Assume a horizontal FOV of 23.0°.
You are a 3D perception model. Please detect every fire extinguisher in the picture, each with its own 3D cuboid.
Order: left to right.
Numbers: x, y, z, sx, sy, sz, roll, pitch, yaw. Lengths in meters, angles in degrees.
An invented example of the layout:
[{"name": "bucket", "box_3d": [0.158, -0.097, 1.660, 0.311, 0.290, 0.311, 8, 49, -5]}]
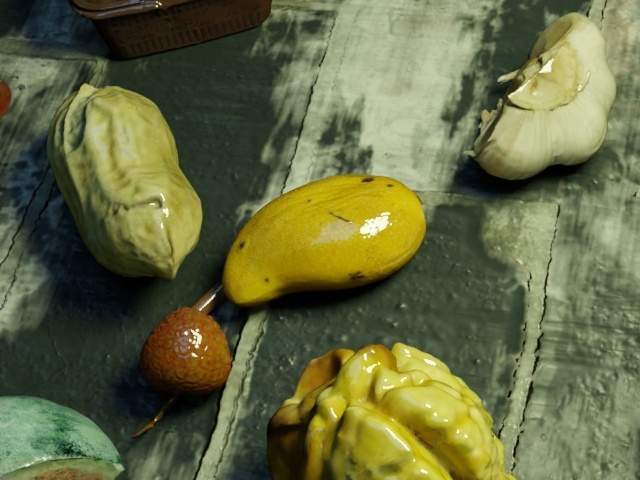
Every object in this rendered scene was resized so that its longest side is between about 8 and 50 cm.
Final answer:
[{"name": "fire extinguisher", "box_3d": [-0.142, 0.080, 1.915, 0.083, 0.022, 0.028, -44, 20, -20]}]

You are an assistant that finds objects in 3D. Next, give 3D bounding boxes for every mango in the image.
[{"name": "mango", "box_3d": [0.000, -0.004, 1.891, 0.262, 0.109, 0.157, -19, 50, -5]}]

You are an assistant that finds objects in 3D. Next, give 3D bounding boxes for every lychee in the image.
[{"name": "lychee", "box_3d": [-0.164, 0.145, 1.829, 0.114, 0.140, 0.101, 3, 38, -36]}]

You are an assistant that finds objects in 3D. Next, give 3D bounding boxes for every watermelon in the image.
[{"name": "watermelon", "box_3d": [-0.401, 0.249, 1.744, 0.322, 0.175, 0.188, -27, 55, -11]}]

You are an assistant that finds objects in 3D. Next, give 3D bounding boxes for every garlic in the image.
[{"name": "garlic", "box_3d": [0.290, -0.165, 1.947, 0.143, 0.178, 0.229, 30, 81, -6]}]

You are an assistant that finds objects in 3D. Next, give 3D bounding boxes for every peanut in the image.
[{"name": "peanut", "box_3d": [-0.240, -0.070, 1.958, 0.174, 0.158, 0.340, -44, 53, 26]}]

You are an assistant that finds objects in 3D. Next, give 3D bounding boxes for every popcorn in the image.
[{"name": "popcorn", "box_3d": [0.091, 0.244, 1.611, 0.225, 0.265, 0.332, -29, 72, -16]}]

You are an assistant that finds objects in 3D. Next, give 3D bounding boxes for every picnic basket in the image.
[{"name": "picnic basket", "box_3d": [-0.203, -0.367, 2.185, 0.297, 0.129, 0.222, -14, 51, -1]}]

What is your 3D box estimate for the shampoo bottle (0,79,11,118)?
[{"name": "shampoo bottle", "box_3d": [-0.567, -0.253, 2.203, 0.314, 0.076, 0.118, 30, 62, 28]}]
